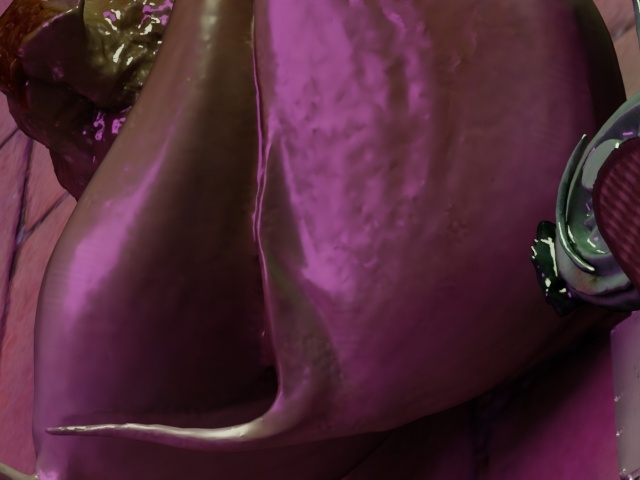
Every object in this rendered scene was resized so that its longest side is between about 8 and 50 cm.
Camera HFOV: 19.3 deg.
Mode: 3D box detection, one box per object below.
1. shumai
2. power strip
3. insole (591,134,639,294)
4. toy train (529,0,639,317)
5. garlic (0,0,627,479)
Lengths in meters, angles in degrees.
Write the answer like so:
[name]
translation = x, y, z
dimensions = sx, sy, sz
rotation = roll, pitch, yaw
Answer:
[shumai]
translation = -0.133, -0.119, 1.246
dimensions = 0.206, 0.175, 0.166
rotation = -54, 27, 6
[power strip]
translation = 0.138, 0.061, 0.767
dimensions = 0.040, 0.016, 0.090
rotation = -39, 33, 37
[insole]
translation = 0.173, 0.054, 0.528
dimensions = 0.005, 0.253, 0.086
rotation = -32, -27, -34
[toy train]
translation = 0.187, -0.107, 0.672
dimensions = 0.237, 0.150, 0.369
rotation = -51, 27, 39
[garlic]
translation = 0.000, 0.000, 0.838
dimensions = 0.231, 0.246, 0.340
rotation = 3, 55, 47
